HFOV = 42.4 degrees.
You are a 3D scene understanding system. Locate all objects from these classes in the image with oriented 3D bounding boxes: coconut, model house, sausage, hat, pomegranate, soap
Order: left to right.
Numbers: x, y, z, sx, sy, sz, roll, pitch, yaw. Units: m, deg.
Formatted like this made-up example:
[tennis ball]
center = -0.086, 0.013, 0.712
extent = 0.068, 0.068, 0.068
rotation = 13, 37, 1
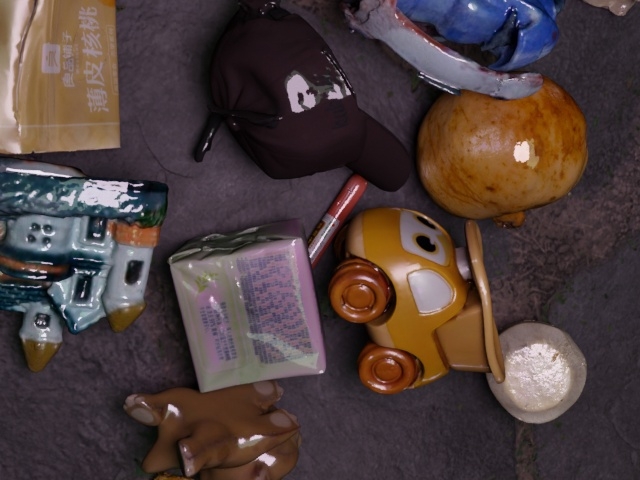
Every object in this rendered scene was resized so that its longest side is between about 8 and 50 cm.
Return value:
[model house]
center = -0.342, 0.042, 1.073
extent = 0.253, 0.184, 0.291
rotation = 6, 100, -22
[soap]
center = -0.094, 0.086, 1.149
extent = 0.182, 0.138, 0.199
rotation = -10, 101, 3
[hat]
center = -0.046, -0.142, 1.110
extent = 0.209, 0.238, 0.336
rotation = -46, 117, -9
[sausage]
center = 0.000, 0.000, 1.241
extent = 0.034, 0.034, 0.253
rotation = 34, 86, -19
[pomegranate]
center = 0.262, -0.130, 1.203
extent = 0.248, 0.248, 0.248
rotation = -2, 98, -17
[coconut]
center = 0.341, 0.203, 1.316
extent = 0.161, 0.162, 0.161
rotation = 0, 89, 10

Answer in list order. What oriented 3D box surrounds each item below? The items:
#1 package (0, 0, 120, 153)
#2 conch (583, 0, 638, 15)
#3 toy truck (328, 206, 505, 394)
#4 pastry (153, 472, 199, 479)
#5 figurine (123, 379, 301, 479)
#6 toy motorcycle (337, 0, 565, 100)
[package]
center = -0.361, -0.265, 1.025
extent = 0.221, 0.165, 0.311
rotation = -1, 99, -17
[conch]
center = 0.478, -0.487, 1.257
extent = 0.324, 0.186, 0.263
rotation = -39, 124, -8
[toy truck]
center = 0.139, 0.084, 1.176
extent = 0.212, 0.204, 0.288
rotation = -14, 114, 12
[pastry]
center = -0.221, 0.414, 1.220
extent = 0.080, 0.056, 0.140
rotation = 12, 87, -26
[figurine]
center = -0.143, 0.298, 1.158
extent = 0.247, 0.177, 0.173
rotation = -9, 129, -48
[toy motorcycle]
center = 0.186, -0.305, 1.119
extent = 0.319, 0.182, 0.241
rotation = 12, 87, -14
